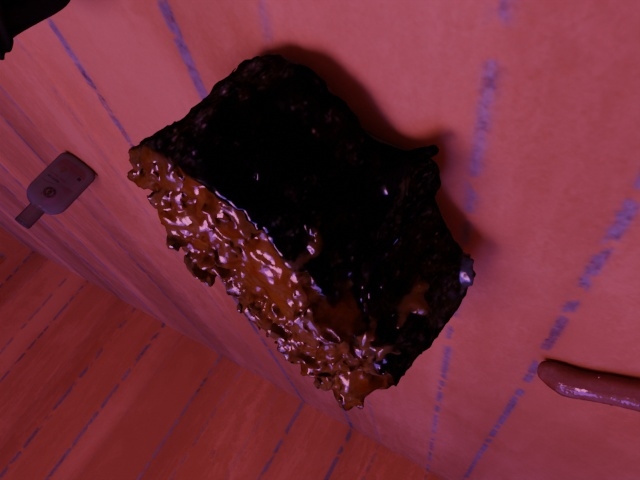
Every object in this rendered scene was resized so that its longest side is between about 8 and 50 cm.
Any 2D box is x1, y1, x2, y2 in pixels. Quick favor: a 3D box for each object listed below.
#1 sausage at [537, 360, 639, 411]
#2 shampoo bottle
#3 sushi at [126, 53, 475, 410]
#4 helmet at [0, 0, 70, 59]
[{"bbox_3d":[0.346,0.175,0.573,0.186,0.043,0.043,-2,138,52],"label":"sausage"},{"bbox_3d":[-0.526,-0.094,0.965,0.080,0.165,0.040,41,154,-16],"label":"shampoo bottle"},{"bbox_3d":[0.000,0.000,0.470,0.348,0.207,0.234,48,156,-20],"label":"sushi"},{"bbox_3d":[-0.313,-0.259,0.405,0.189,0.193,0.215,-38,65,64],"label":"helmet"}]
